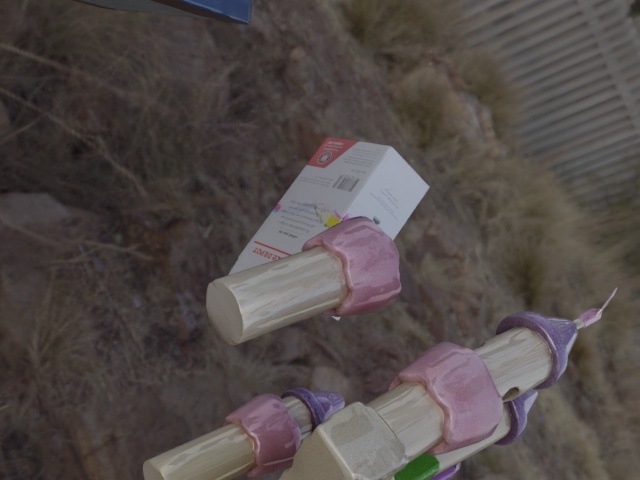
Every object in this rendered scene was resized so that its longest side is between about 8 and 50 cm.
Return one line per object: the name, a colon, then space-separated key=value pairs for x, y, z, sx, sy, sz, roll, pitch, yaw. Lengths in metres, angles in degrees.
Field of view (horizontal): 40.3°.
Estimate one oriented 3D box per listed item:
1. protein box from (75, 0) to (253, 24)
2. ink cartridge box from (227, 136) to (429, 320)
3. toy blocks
protein box: x=-0.131 y=-0.261 z=0.577 sx=0.201 sy=0.136 sz=0.199 roll=-21 pitch=120 yaw=-72
ink cartridge box: x=0.000 y=0.000 z=0.840 sx=0.067 sy=0.115 sz=0.198 roll=43 pitch=77 yaw=-31
toy blocks: x=0.073 y=0.172 z=0.619 sx=0.260 sy=0.288 sz=0.309 roll=-17 pitch=58 yaw=-37
